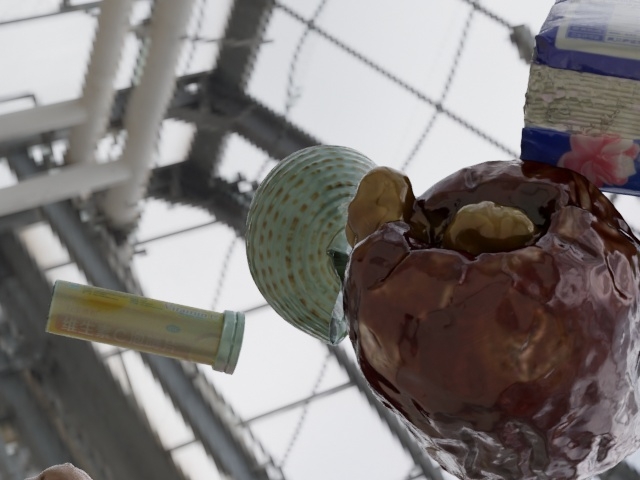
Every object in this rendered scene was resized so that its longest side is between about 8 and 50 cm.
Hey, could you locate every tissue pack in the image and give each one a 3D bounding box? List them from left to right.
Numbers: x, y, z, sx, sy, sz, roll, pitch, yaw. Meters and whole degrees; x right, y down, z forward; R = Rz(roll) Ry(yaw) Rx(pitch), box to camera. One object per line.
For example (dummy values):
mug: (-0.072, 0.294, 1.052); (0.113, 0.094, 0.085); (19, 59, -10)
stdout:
tissue pack: (0.292, -0.099, 1.188); (0.269, 0.209, 0.137); (10, -72, 9)

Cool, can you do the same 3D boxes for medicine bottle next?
medicine bottle: (-0.197, 0.095, 1.767); (0.074, 0.218, 0.074); (-168, -90, -82)

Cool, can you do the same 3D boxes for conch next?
conch: (-0.009, -0.004, 1.456); (0.131, 0.200, 0.172); (23, -77, 11)

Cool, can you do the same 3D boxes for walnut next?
walnut: (0.122, 0.067, 1.128); (0.244, 0.222, 0.269); (11, -41, 34)

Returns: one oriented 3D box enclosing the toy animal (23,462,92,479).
toy animal: (-0.267, 0.271, 1.497); (0.083, 0.150, 0.089); (47, -4, 11)

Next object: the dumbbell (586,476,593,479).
dumbbell: (0.210, 0.157, 1.678); (0.290, 0.192, 0.192); (20, -58, 26)
